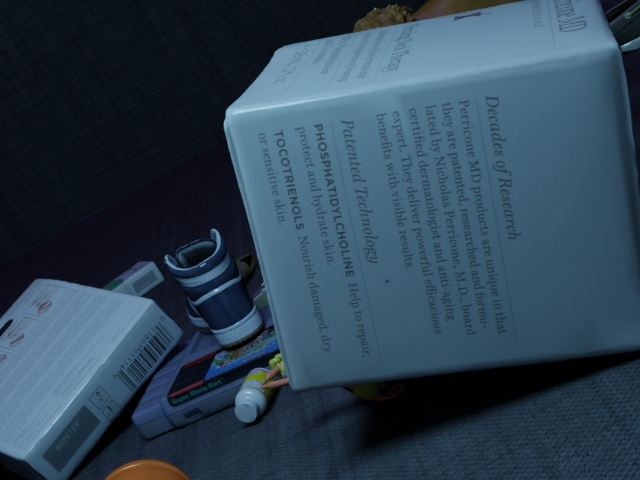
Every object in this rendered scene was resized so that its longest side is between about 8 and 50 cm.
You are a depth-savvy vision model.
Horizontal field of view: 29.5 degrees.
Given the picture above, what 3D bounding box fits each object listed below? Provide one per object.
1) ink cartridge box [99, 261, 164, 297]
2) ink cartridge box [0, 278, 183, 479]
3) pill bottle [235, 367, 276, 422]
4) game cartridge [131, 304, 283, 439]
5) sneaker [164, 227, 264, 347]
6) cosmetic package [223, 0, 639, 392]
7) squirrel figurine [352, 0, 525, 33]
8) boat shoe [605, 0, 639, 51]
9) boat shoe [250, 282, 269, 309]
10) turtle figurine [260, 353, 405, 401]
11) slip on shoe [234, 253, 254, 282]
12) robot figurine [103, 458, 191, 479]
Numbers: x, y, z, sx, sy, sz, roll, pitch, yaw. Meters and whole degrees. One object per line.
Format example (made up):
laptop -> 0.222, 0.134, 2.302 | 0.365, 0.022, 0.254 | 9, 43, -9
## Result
ink cartridge box -> -0.453, 0.112, 2.576 | 0.181, 0.056, 0.224 | -37, 19, -26
ink cartridge box -> -0.435, 0.213, 1.928 | 0.385, 0.091, 0.308 | 5, 51, 50
pill bottle -> -0.088, 0.208, 1.622 | 0.043, 0.043, 0.083 | -23, 17, 23
game cartridge -> -0.096, 0.157, 1.776 | 0.355, 0.068, 0.230 | -25, 12, 17
sneaker -> -0.172, 0.058, 1.833 | 0.099, 0.153, 0.282 | -32, 15, -10
cosmetic package -> 0.146, -0.065, 1.360 | 0.393, 0.327, 0.329 | -9, 20, 12
squirrel figurine -> 0.220, -0.187, 1.759 | 0.396, 0.370, 0.281 | 0, -40, -23
boat shoe -> 0.508, -0.376, 2.289 | 0.305, 0.091, 0.109 | -25, 16, 16
boat shoe -> -0.075, 0.084, 1.988 | 0.137, 0.049, 0.043 | -39, 15, -14
turtle figurine -> 0.070, 0.139, 1.474 | 0.269, 0.087, 0.217 | -11, 19, 8
slip on shoe -> -0.146, 0.057, 2.198 | 0.041, 0.051, 0.135 | -29, 7, 12
robot figurine -> -0.187, 0.314, 1.308 | 0.158, 0.128, 0.219 | -54, 15, 4
